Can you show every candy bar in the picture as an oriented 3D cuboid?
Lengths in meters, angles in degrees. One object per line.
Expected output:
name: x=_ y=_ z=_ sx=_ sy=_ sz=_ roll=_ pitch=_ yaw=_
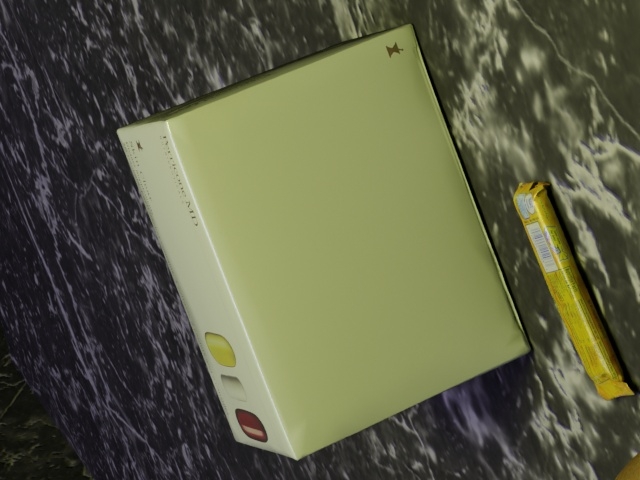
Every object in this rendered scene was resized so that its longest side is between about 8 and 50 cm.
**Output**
candy bar: x=0.170 y=0.034 z=1.314 sx=0.161 sy=0.018 sz=0.040 roll=67 pitch=158 yaw=-1

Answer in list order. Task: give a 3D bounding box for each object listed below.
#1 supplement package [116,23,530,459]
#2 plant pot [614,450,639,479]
supplement package: x=0.000 y=0.000 z=1.446 sx=0.262 sy=0.204 sz=0.145 roll=69 pitch=161 yaw=-7
plant pot: x=0.273 y=0.105 z=0.841 sx=0.237 sy=0.237 sz=0.254 roll=56 pitch=146 yaw=28
